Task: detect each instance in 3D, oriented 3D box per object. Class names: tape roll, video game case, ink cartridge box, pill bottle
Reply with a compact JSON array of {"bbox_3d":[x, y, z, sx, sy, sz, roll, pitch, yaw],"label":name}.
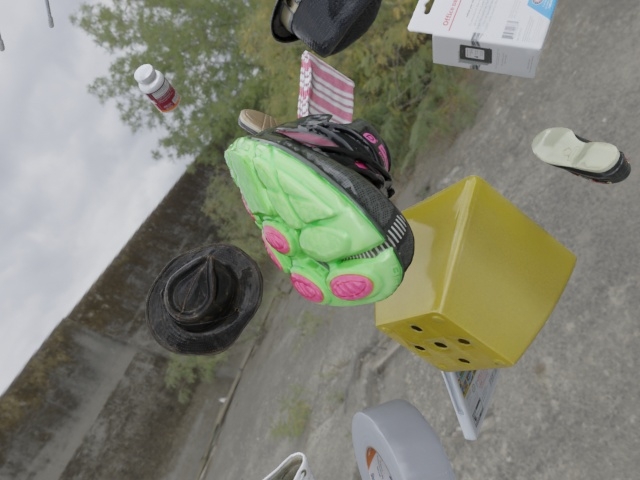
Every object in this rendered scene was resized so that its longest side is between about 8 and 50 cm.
[{"bbox_3d":[0.124,0.355,0.764,0.219,0.072,0.219,166,90,-72],"label":"tape roll"},{"bbox_3d":[0.289,0.230,0.990,0.026,0.206,0.227,-14,12,34],"label":"video game case"},{"bbox_3d":[0.225,-0.301,0.713,0.104,0.180,0.060,-67,-21,-16],"label":"ink cartridge box"},{"bbox_3d":[-0.522,-0.486,1.623,0.086,0.086,0.152,-65,-27,-16],"label":"pill bottle"}]

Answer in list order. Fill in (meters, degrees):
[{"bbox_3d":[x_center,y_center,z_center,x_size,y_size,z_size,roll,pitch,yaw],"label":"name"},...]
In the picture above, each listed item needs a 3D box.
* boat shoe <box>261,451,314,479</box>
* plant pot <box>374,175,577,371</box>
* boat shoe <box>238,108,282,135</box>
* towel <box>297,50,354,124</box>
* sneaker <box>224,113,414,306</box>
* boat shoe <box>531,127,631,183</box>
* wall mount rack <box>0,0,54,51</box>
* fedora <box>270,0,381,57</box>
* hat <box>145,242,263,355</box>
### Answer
[{"bbox_3d":[-0.104,0.405,0.731,0.277,0.098,0.096,-25,-71,-56],"label":"boat shoe"},{"bbox_3d":[0.200,0.071,0.733,0.212,0.212,0.187,-30,29,56],"label":"plant pot"},{"bbox_3d":[-0.117,-0.277,1.464,0.092,0.285,0.102,-46,37,33],"label":"boat shoe"},{"bbox_3d":[0.017,-0.227,0.924,0.029,0.144,0.197,-4,80,38],"label":"towel"},{"bbox_3d":[0.002,-0.083,0.623,0.202,0.185,0.483,-27,24,-4],"label":"sneaker"},{"bbox_3d":[0.309,-0.102,0.613,0.049,0.042,0.133,-55,29,9],"label":"boat shoe"},{"bbox_3d":[-0.833,-0.707,1.462,0.304,0.130,0.350,-18,28,39],"label":"wall mount rack"},{"bbox_3d":[0.042,-0.552,1.193,0.334,0.152,0.334,-39,-1,-1],"label":"fedora"},{"bbox_3d":[-0.316,0.126,1.317,0.134,0.331,0.331,81,-150,-61],"label":"hat"}]
